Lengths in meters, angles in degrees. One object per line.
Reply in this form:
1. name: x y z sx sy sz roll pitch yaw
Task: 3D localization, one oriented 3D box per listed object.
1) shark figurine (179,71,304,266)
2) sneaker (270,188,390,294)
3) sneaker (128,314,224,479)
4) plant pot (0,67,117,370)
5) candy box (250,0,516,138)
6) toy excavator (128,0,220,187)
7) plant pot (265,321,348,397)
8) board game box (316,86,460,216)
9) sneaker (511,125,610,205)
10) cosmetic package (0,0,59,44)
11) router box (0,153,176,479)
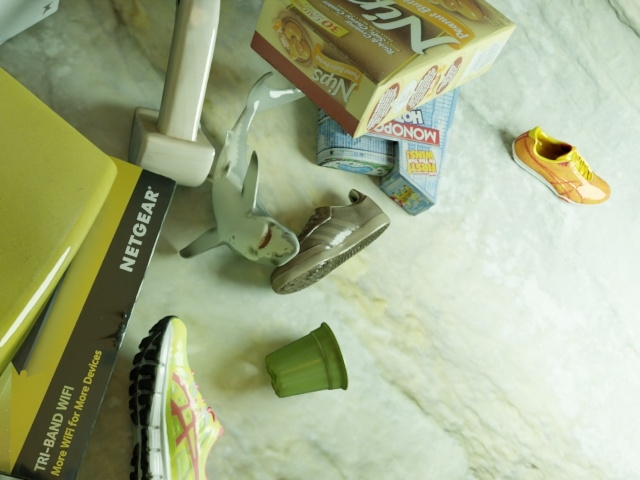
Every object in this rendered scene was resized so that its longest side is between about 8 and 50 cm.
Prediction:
1. shark figurine: -0.076 -0.060 0.910 0.116 0.166 0.278 30 44 -41
2. sneaker: 0.000 0.000 0.936 0.188 0.066 0.071 -30 72 -33
3. sneaker: -0.149 0.184 0.805 0.094 0.081 0.208 5 80 -30
4. plant pot: -0.282 -0.014 0.578 0.212 0.212 0.187 40 52 -8
5. candy box: 0.089 -0.261 0.963 0.183 0.087 0.316 43 46 17
6. toy excavator: -0.138 -0.345 0.857 0.222 0.433 0.445 11 43 -21
7. plant pot: -0.019 0.146 0.873 0.079 0.083 0.083 -18 82 -14
8. board game box: 0.095 -0.137 1.010 0.194 0.060 0.194 8 71 -22
9. sneaker: 0.364 -0.104 1.114 0.175 0.067 0.064 27 64 -16
10. cosmetic package: -0.471 -0.370 0.776 0.385 0.156 0.217 47 61 -4
11. router box: -0.299 0.046 0.702 0.243 0.081 0.308 20 70 -17
